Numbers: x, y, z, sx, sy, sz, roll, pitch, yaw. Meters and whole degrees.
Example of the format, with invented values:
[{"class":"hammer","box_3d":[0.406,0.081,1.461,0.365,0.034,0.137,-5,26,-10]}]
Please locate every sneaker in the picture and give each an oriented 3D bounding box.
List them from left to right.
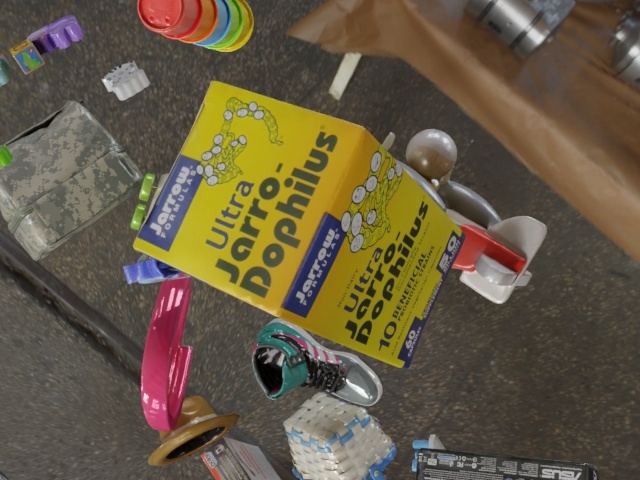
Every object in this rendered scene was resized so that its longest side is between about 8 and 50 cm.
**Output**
[{"class":"sneaker","box_3d":[-0.024,0.278,1.626,0.295,0.178,0.123,27,116,15]}]

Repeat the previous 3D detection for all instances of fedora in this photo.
[{"class":"fedora","box_3d":[-0.242,0.338,1.429,0.194,0.194,0.079,-27,71,-16]}]

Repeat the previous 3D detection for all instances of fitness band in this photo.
[{"class":"fitness band","box_3d":[-0.258,0.188,1.349,0.054,0.209,0.291,5,42,-3]}]

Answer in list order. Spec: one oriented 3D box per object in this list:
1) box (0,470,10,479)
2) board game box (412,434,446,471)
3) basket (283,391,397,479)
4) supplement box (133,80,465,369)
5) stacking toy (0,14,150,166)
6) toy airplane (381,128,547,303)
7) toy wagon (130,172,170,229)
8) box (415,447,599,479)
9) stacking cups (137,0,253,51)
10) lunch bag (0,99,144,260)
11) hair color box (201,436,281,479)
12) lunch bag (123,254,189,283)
[{"class":"box","box_3d":[-0.536,0.376,1.220,0.036,0.114,0.207,-35,126,-12]},{"class":"board game box","box_3d":[0.258,0.666,1.690,0.050,0.390,0.390,-5,58,19]},{"class":"basket","box_3d":[0.061,0.506,1.778,0.201,0.255,0.289,-30,113,-31]},{"class":"supplement box","box_3d":[0.000,0.000,0.887,0.195,0.356,0.194,22,85,30]},{"class":"stacking toy","box_3d":[-0.294,-0.180,0.760,0.221,0.167,0.052,-34,39,-13]},{"class":"toy airplane","box_3d":[0.192,-0.052,1.318,0.384,0.386,0.272,10,91,-16]},{"class":"toy wagon","box_3d":[-0.267,-0.028,1.678,0.267,0.344,0.068,18,56,-13]},{"class":"box","box_3d":[0.185,0.315,0.805,0.191,0.045,0.184,-5,72,34]},{"class":"stacking cups","box_3d":[-0.177,-0.331,1.125,0.096,0.316,0.096,1,99,8]},{"class":"lunch bag","box_3d":[-0.581,-0.141,1.739,0.305,0.212,0.256,-40,101,-26]},{"class":"hair color box","box_3d":[-0.131,0.398,1.350,0.053,0.167,0.093,-40,63,-1]},{"class":"lunch bag","box_3d":[-0.159,-0.005,1.194,0.293,0.221,0.138,-21,95,-20]}]
